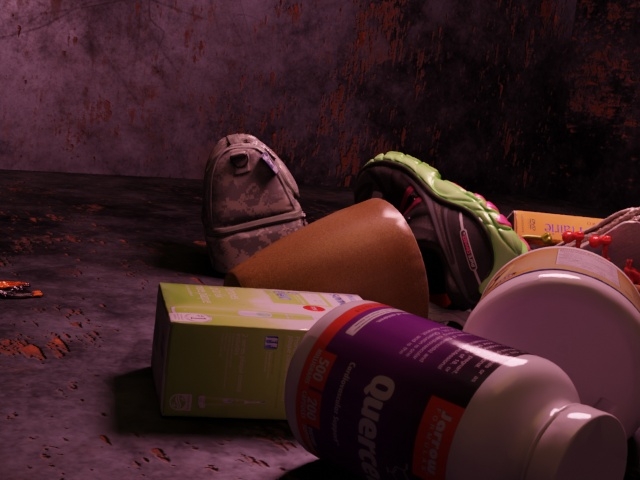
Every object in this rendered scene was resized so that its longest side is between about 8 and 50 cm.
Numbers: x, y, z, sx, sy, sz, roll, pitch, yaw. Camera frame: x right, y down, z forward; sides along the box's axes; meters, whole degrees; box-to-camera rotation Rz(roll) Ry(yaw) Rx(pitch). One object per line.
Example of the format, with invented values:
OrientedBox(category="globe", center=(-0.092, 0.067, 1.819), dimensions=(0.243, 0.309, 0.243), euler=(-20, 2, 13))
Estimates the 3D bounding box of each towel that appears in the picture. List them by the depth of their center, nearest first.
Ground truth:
OrientedBox(category="towel", center=(0.542, 0.044, 1.888), dimensions=(0.187, 0.049, 0.282), euler=(31, -48, -33))

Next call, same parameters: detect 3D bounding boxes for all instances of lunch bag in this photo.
OrientedBox(category="lunch bag", center=(-0.151, -0.088, 2.043), dimensions=(0.213, 0.256, 0.305), euler=(-14, 13, -5))

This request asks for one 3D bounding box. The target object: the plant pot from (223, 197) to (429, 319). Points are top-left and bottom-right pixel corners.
OrientedBox(category="plant pot", center=(-0.007, 0.077, 1.476), dimensions=(0.254, 0.237, 0.237), euler=(-13, 17, -22))

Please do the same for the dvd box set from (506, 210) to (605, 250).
OrientedBox(category="dvd box set", center=(0.549, 0.041, 2.035), dimensions=(0.420, 0.062, 0.307), euler=(6, -22, -8))

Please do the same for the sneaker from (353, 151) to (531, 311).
OrientedBox(category="sneaker", center=(0.170, -0.019, 1.786), dimensions=(0.185, 0.202, 0.483), euler=(48, -6, -30))

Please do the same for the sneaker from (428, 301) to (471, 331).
OrientedBox(category="sneaker", center=(0.194, 0.135, 1.684), dimensions=(0.152, 0.053, 0.061), euler=(9, 12, 9))

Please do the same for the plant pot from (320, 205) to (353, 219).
OrientedBox(category="plant pot", center=(0.000, 0.000, 2.101), dimensions=(0.236, 0.032, 0.236), euler=(-29, 13, 7))

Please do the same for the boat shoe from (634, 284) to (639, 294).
OrientedBox(category="boat shoe", center=(0.545, 0.175, 1.462), dimensions=(0.123, 0.123, 0.342), euler=(21, 16, -9))

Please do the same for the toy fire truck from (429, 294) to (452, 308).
OrientedBox(category="toy fire truck", center=(0.178, 0.042, 1.976), dimensions=(0.302, 0.169, 0.254), euler=(12, 30, 36))

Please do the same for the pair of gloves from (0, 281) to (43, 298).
OrientedBox(category="pair of gloves", center=(-0.509, 0.082, 1.641), dimensions=(0.074, 0.010, 0.083), euler=(1, 13, -37))

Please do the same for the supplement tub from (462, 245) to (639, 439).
OrientedBox(category="supplement tub", center=(0.302, 0.130, 1.252), dimensions=(0.228, 0.228, 0.316), euler=(9, 9, 14))

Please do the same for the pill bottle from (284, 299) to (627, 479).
OrientedBox(category="pill bottle", center=(0.126, 0.179, 0.975), dimensions=(0.181, 0.181, 0.323), euler=(-2, 13, -43))

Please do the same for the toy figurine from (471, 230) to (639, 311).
OrientedBox(category="toy figurine", center=(0.452, 0.099, 1.709), dimensions=(0.363, 0.191, 0.217), euler=(6, 14, 2))

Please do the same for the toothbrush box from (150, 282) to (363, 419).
OrientedBox(category="toothbrush box", center=(-0.066, 0.140, 1.266), dimensions=(0.283, 0.122, 0.206), euler=(6, 10, -13))
